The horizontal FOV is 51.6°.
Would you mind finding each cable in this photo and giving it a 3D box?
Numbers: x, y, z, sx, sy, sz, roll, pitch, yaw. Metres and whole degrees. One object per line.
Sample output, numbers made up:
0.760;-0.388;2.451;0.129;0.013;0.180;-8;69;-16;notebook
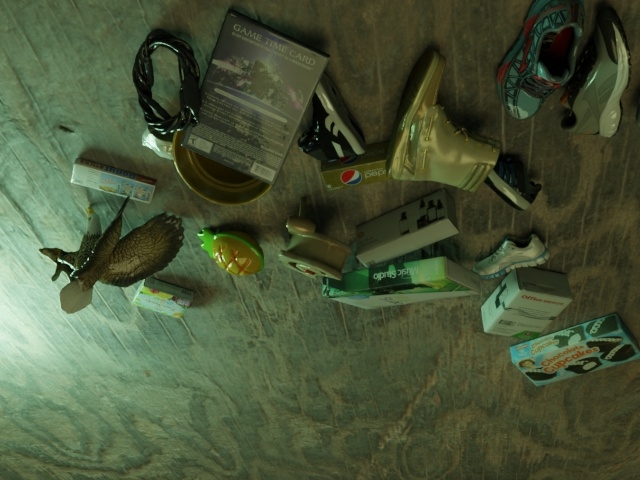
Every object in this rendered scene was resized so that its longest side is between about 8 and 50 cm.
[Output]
-0.286;-0.293;1.227;0.151;0.047;0.184;-1;108;36;cable

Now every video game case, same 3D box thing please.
-0.125;-0.256;1.226;0.196;0.026;0.274;24;117;-5;video game case

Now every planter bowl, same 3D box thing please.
-0.180;-0.187;1.334;0.217;0.090;0.217;3;118;5;planter bowl

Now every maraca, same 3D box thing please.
-0.217;0.025;1.606;0.186;0.099;0.127;18;138;21;maraca

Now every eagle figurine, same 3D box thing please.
-0.499;0.021;1.545;0.298;0.226;0.225;-11;118;22;eagle figurine

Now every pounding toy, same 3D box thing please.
0.000;0.000;1.521;0.154;0.154;0.269;21;170;2;pounding toy

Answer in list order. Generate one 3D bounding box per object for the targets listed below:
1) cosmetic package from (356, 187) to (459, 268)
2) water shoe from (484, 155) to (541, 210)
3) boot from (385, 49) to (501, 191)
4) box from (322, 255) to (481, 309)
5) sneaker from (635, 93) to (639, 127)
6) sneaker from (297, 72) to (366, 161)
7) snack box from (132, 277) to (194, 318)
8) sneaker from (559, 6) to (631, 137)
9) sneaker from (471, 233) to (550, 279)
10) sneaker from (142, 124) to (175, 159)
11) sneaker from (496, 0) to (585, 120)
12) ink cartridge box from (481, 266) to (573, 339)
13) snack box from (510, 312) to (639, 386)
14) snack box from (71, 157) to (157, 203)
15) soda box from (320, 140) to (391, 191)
0.194;-0.026;1.524;0.239;0.099;0.060;-24;131;27;cosmetic package
0.385;-0.150;1.407;0.203;0.073;0.080;39;90;-24;water shoe
0.250;-0.219;1.265;0.204;0.095;0.262;11;120;-6;boot
0.199;0.109;1.614;0.322;0.058;0.232;-13;161;30;box
0.634;-0.300;1.197;0.087;0.092;0.228;10;120;-6;sneaker
-0.005;-0.229;1.305;0.121;0.079;0.217;-18;137;21;sneaker
-0.430;0.157;1.811;0.141;0.037;0.100;21;137;-21;snack box
0.495;-0.291;1.201;0.108;0.100;0.271;-2;140;12;sneaker
0.453;0.031;1.617;0.191;0.071;0.083;-23;116;25;sneaker
-0.303;-0.192;1.390;0.152;0.053;0.061;32;141;-23;sneaker
0.383;-0.304;1.165;0.104;0.125;0.262;4;140;-2;sneaker
0.539;0.166;1.743;0.153;0.086;0.208;11;140;-10;ink cartridge box
0.747;0.328;1.946;0.322;0.060;0.187;-25;132;29;snack box
-0.462;-0.132;1.484;0.178;0.022;0.064;16;137;-15;snack box
0.095;-0.159;1.401;0.181;0.058;0.061;-10;138;13;soda box
